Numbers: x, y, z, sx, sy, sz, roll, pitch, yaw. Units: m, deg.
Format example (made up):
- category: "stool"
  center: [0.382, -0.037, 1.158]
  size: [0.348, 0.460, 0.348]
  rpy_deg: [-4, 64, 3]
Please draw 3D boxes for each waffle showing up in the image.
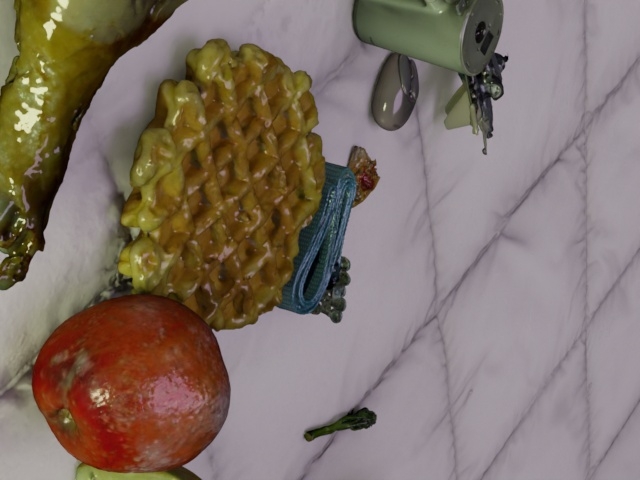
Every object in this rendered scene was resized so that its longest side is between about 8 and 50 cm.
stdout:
- category: "waffle"
  center: [-0.094, -0.045, 1.281]
  size: [0.325, 0.068, 0.302]
  rpy_deg: [12, 95, -58]

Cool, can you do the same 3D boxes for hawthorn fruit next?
- category: "hawthorn fruit"
  center: [-0.172, 0.129, 1.148]
  size: [0.173, 0.173, 0.172]
  rpy_deg: [-35, 134, -46]

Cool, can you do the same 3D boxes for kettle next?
- category: "kettle"
  center: [0.113, -0.249, 1.423]
  size: [0.127, 0.148, 0.098]
  rpy_deg: [-15, 121, -57]

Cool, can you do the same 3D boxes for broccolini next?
- category: "broccolini"
  center: [0.029, 0.247, 1.676]
  size: [0.140, 0.035, 0.030]
  rpy_deg: [-8, 109, -56]

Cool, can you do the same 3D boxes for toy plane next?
- category: "toy plane"
  center: [0.193, -0.243, 1.618]
  size: [0.192, 0.088, 0.262]
  rpy_deg: [-78, 162, -52]

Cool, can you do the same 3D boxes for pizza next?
- category: "pizza"
  center: [0.050, -0.077, 1.536]
  size: [0.083, 0.025, 0.078]
  rpy_deg: [-42, 141, -39]

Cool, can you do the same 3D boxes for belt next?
- category: "belt"
  center: [0.004, 0.001, 1.471]
  size: [0.100, 0.065, 0.179]
  rpy_deg: [16, 93, -50]

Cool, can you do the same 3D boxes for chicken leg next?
- category: "chicken leg"
  center: [-0.199, -0.169, 0.989]
  size: [0.201, 0.153, 0.429]
  rpy_deg: [15, 101, -48]

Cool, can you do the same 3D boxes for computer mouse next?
- category: "computer mouse"
  center: [0.096, -0.179, 1.540]
  size: [0.066, 0.039, 0.096]
  rpy_deg: [21, 87, -60]

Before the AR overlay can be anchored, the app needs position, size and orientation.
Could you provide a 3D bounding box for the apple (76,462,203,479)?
- category: "apple"
  center: [-0.149, 0.333, 1.293]
  size: [0.120, 0.193, 0.264]
  rpy_deg: [-36, 133, -59]
